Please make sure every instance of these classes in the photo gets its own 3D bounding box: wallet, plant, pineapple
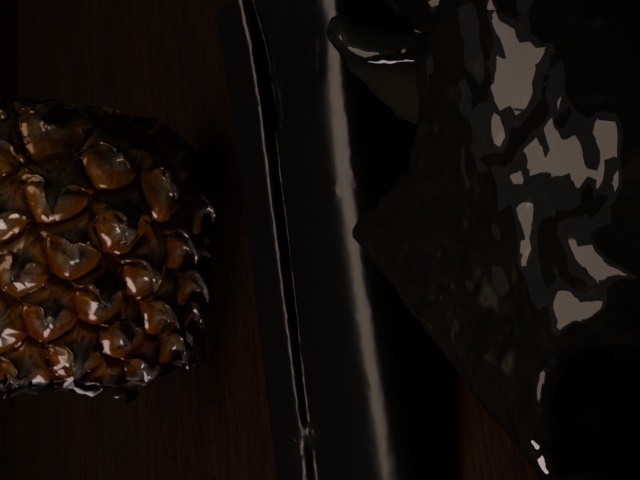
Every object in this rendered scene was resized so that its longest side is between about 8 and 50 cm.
[{"bbox_3d":[-0.001,0.000,1.018,0.228,0.062,0.406,158,107,-64],"label":"wallet"},{"bbox_3d":[0.112,-0.041,0.575,0.188,0.199,0.276,117,145,-41],"label":"plant"},{"bbox_3d":[-0.281,-0.001,1.537,0.352,0.352,0.300,-161,77,-71],"label":"pineapple"}]

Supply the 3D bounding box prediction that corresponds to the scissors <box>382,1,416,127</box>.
[{"bbox_3d":[0.035,-0.080,1.060,0.289,0.041,0.138,118,151,-42],"label":"scissors"}]
